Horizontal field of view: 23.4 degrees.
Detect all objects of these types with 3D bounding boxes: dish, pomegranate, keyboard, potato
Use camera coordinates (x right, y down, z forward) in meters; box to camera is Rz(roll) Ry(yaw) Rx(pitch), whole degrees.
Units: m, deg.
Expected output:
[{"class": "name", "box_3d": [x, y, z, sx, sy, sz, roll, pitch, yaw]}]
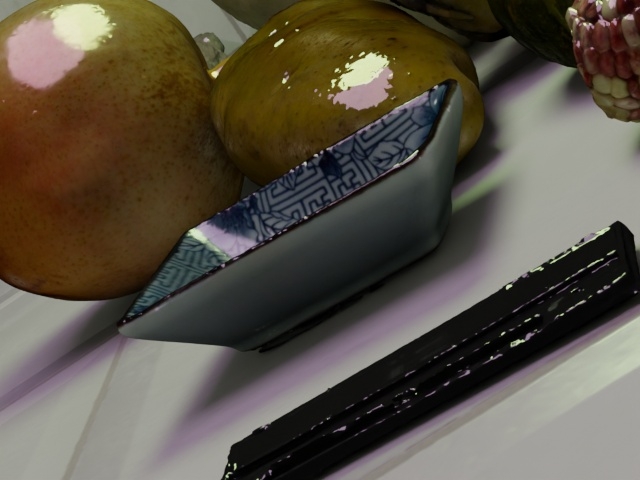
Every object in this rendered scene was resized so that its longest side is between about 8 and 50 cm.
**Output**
[{"class": "dish", "box_3d": [0.000, 0.000, 1.032, 0.243, 0.080, 0.182, -29, 14, 20]}, {"class": "pomegranate", "box_3d": [-0.203, -0.090, 1.469, 0.319, 0.319, 0.319, -33, 12, 8]}, {"class": "keyboard", "box_3d": [0.050, 0.068, 0.781, 0.250, 0.017, 0.087, -32, 13, 17]}, {"class": "potato", "box_3d": [0.024, -0.110, 1.265, 0.369, 0.195, 0.177, -140, 62, -71]}]

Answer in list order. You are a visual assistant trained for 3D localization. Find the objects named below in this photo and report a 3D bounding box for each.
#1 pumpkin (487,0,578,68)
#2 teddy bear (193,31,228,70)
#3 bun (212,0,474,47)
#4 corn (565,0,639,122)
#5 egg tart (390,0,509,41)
[{"class": "pumpkin", "box_3d": [0.220, -0.226, 1.139, 0.223, 0.157, 0.224, -39, 26, 23]}, {"class": "teddy bear", "box_3d": [-0.221, -0.170, 2.111, 0.267, 0.151, 0.236, -25, 44, 25]}, {"class": "bun", "box_3d": [0.024, -0.326, 1.621, 0.326, 0.235, 0.362, -16, 30, -39]}, {"class": "corn", "box_3d": [0.274, -0.158, 0.874, 0.289, 0.098, 0.098, -25, 15, 27]}, {"class": "egg tart", "box_3d": [0.132, -0.258, 1.376, 0.297, 0.297, 0.132, -52, -19, -55]}]
